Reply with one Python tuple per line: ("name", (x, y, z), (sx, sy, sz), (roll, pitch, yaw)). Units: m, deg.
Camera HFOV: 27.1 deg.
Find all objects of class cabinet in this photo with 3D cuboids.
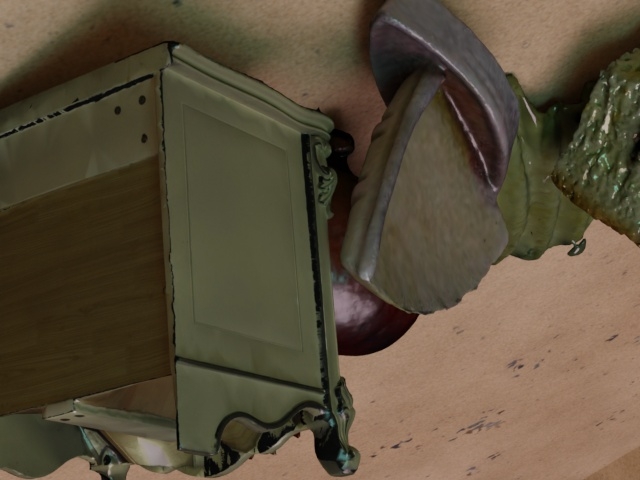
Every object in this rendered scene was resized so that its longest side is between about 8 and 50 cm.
("cabinet", (-0.148, 0.051, 1.113), (0.290, 0.318, 0.227), (-17, 159, 31))

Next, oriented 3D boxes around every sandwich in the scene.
("sandwich", (0.404, -0.108, 1.440), (0.262, 0.131, 0.325), (-52, 145, 9))

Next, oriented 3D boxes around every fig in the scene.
("fig", (-0.003, 0.018, 1.363), (0.235, 0.214, 0.235), (8, 145, 6))

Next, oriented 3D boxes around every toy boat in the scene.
("toy boat", (0.102, -0.059, 1.229), (0.111, 0.293, 0.276), (1, 160, 33))

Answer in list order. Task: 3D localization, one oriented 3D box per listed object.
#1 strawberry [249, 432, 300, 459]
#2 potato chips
("strawberry", (-0.109, 0.124, 1.538), (0.205, 0.205, 0.244), (-26, 131, 6))
("potato chips", (0.215, -0.039, 1.543), (0.373, 0.097, 0.389), (-18, 151, -30))
